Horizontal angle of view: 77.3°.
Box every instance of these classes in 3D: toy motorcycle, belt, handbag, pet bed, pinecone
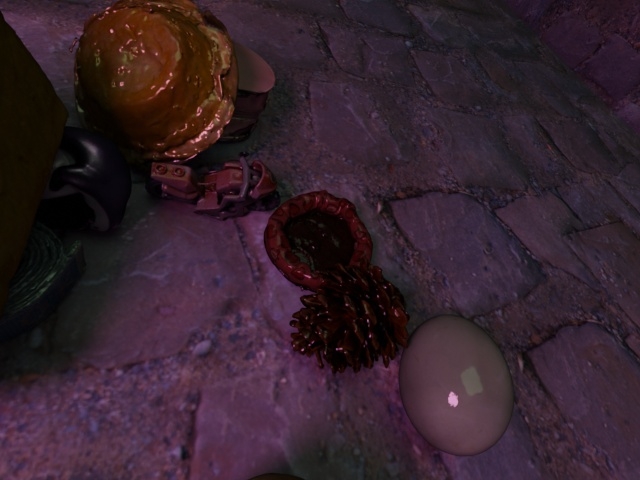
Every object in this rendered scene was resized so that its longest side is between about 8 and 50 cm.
[{"bbox_3d":[-0.159,-0.089,0.627,0.213,0.118,0.084,5,68,-22],"label":"toy motorcycle"},{"bbox_3d":[-0.377,0.044,0.448,0.148,0.082,0.162,26,49,-11],"label":"belt"},{"bbox_3d":[-0.198,-0.287,0.762,0.205,0.116,0.179,1,56,-26],"label":"handbag"},{"bbox_3d":[0.000,0.000,0.682,0.202,0.053,0.201,10,56,-15],"label":"pet bed"},{"bbox_3d":[0.039,0.110,0.557,0.174,0.173,0.173,13,51,-17],"label":"pinecone"}]

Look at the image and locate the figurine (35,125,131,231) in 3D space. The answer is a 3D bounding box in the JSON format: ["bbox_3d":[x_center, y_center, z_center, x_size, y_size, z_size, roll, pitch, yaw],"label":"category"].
[{"bbox_3d":[-0.363,-0.090,0.523,0.223,0.145,0.145,16,50,-12],"label":"figurine"}]

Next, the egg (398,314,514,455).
[{"bbox_3d":[0.185,0.193,0.557,0.150,0.149,0.192,20,41,-11],"label":"egg"}]

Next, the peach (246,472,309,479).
[{"bbox_3d":[-0.012,0.318,0.333,0.236,0.214,0.214,26,48,-14],"label":"peach"}]

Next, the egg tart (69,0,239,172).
[{"bbox_3d":[-0.266,-0.255,0.613,0.296,0.116,0.294,0,87,4],"label":"egg tart"}]

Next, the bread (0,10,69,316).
[{"bbox_3d":[-0.385,-0.041,0.302,0.234,0.244,0.361,-7,63,-3],"label":"bread"}]
